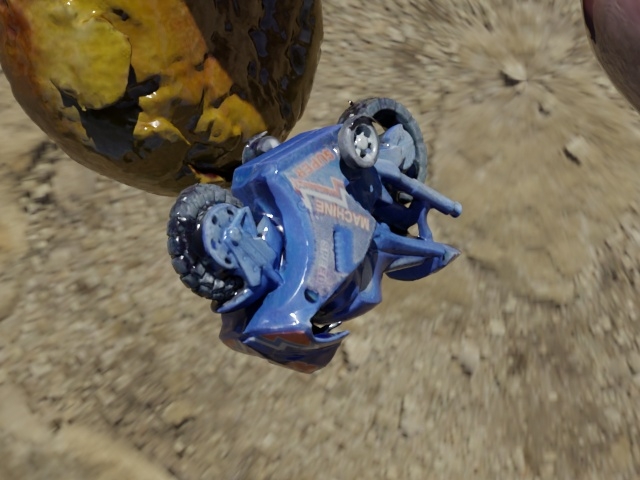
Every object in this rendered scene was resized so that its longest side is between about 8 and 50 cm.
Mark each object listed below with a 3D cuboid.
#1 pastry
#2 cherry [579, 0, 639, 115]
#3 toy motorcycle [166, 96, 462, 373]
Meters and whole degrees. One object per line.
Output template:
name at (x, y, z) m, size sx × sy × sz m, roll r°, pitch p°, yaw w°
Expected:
pastry at (-0.133, -0.210, 1.647) m, size 0.163 × 0.356 × 0.356 m, roll -5°, pitch 95°, yaw 43°
cherry at (0.272, -0.148, 1.112) m, size 0.206 × 0.239 × 0.239 m, roll -41°, pitch 89°, yaw -13°
toy motorcycle at (0.000, 0.000, 0.967) m, size 0.076 × 0.205 × 0.114 m, roll -10°, pitch 104°, yaw 40°
